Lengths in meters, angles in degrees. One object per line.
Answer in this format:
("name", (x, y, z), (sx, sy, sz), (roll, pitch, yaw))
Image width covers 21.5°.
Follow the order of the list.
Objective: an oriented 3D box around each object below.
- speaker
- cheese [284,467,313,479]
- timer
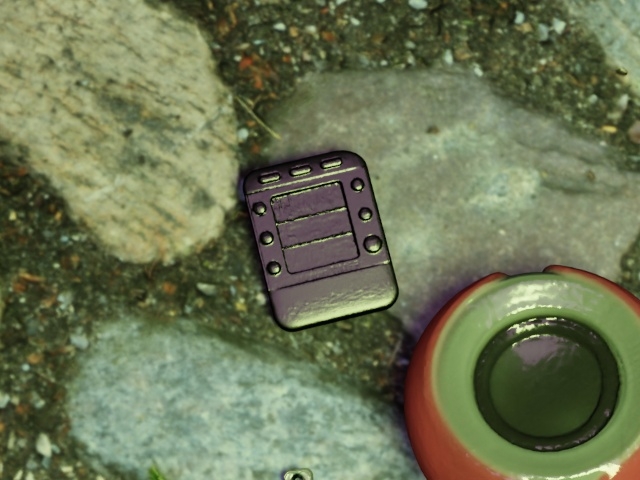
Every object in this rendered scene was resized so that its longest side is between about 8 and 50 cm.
("speaker", (0.225, 0.171, 1.738), (0.294, 0.294, 0.294), (0, 75, -1))
("cheese", (-0.015, 0.333, 1.806), (0.092, 0.047, 0.171), (16, 75, 3))
("timer", (0.000, 0.000, 1.892), (0.144, 0.055, 0.187), (-13, 80, -2))
